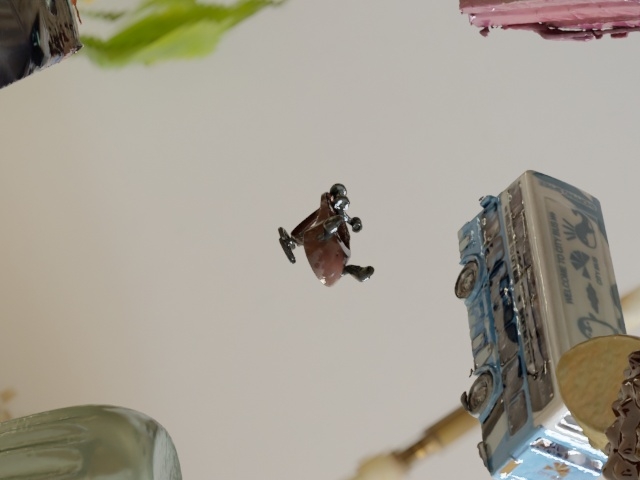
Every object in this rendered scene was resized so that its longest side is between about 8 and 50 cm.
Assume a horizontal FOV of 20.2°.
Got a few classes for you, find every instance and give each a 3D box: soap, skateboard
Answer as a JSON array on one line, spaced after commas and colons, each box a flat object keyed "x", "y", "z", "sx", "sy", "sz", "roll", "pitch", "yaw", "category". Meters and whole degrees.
[{"x": 0.247, "y": -0.259, "z": 1.810, "sx": 0.250, "sy": 0.162, "sz": 0.099, "roll": 1, "pitch": 87, "yaw": 45, "category": "soap"}, {"x": 0.000, "y": 0.000, "z": 1.684, "sx": 0.067, "sy": 0.080, "sz": 0.151, "roll": 58, "pitch": -170, "yaw": -18, "category": "skateboard"}]

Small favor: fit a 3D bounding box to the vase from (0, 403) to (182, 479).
[{"x": -0.223, "y": 0.182, "z": 1.230, "sx": 0.128, "sy": 0.248, "sz": 0.128, "roll": -7, "pitch": -90, "yaw": -82, "category": "vase"}]

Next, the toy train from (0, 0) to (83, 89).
[{"x": -0.227, "y": -0.101, "z": 0.937, "sx": 0.409, "sy": 0.089, "sz": 0.086, "roll": -53, "pitch": -51, "yaw": -72, "category": "toy train"}]

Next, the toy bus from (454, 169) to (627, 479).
[{"x": 0.198, "y": 0.081, "z": 1.601, "sx": 0.106, "sy": 0.131, "sz": 0.297, "roll": 22, "pitch": -139, "yaw": -23, "category": "toy bus"}]

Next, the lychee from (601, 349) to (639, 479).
[{"x": 0.278, "y": 0.139, "z": 0.971, "sx": 0.271, "sy": 0.271, "sz": 0.271, "roll": 54, "pitch": 169, "yaw": 16, "category": "lychee"}]

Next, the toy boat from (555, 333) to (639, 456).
[{"x": 0.232, "y": 0.115, "z": 1.194, "sx": 0.088, "sy": 0.089, "sz": 0.229, "roll": 29, "pitch": 173, "yaw": -27, "category": "toy boat"}]
